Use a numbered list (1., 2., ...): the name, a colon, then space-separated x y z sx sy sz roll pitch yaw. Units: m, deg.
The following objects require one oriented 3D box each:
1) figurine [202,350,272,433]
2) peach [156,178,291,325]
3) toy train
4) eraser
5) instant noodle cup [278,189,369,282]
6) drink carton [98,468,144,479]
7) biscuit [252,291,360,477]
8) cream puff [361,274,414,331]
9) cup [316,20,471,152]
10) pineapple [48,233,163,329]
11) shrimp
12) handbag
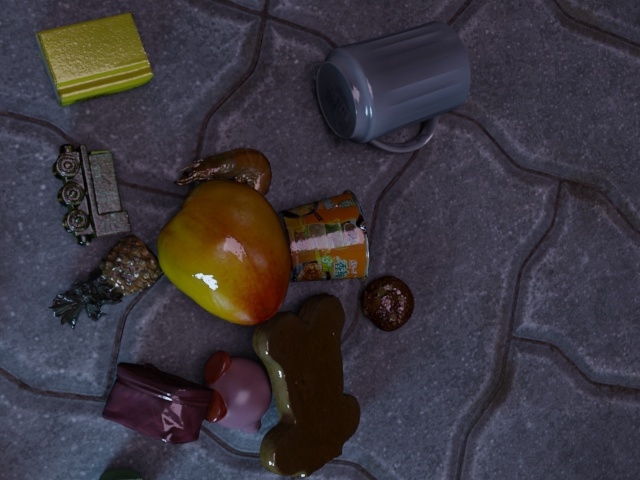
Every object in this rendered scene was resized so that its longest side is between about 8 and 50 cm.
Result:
1. figurine: -0.192 0.355 1.547 0.173 0.173 0.173 0 90 -21
2. peach: -0.195 0.030 1.480 0.308 0.289 0.289 32 78 -2
3. toy train: -0.508 -0.105 1.469 0.137 0.090 0.225 -11 94 -28
4. eraser: -0.502 -0.403 1.479 0.226 0.069 0.158 -20 98 -20
5. instant noodle cup: 0.000 0.000 1.605 0.182 0.230 0.230 -8 93 -11
6. drink carton: -0.436 0.577 1.460 0.144 0.142 0.146 5 88 -19
7. biscuit: -0.042 0.347 1.577 0.368 0.076 0.394 -17 99 -54
8. cream puff: 0.181 0.165 1.736 0.149 0.084 0.149 1 87 -21
9. cup: 0.179 -0.360 1.681 0.327 0.237 0.323 -23 128 -21
10. pineapple: -0.472 0.098 1.467 0.248 0.128 0.128 -40 103 -12
11. shrimp: -0.228 -0.147 1.591 0.248 0.068 0.150 -5 97 -26
12. handbag: -0.356 0.350 1.455 0.146 0.225 0.135 27 76 -62
